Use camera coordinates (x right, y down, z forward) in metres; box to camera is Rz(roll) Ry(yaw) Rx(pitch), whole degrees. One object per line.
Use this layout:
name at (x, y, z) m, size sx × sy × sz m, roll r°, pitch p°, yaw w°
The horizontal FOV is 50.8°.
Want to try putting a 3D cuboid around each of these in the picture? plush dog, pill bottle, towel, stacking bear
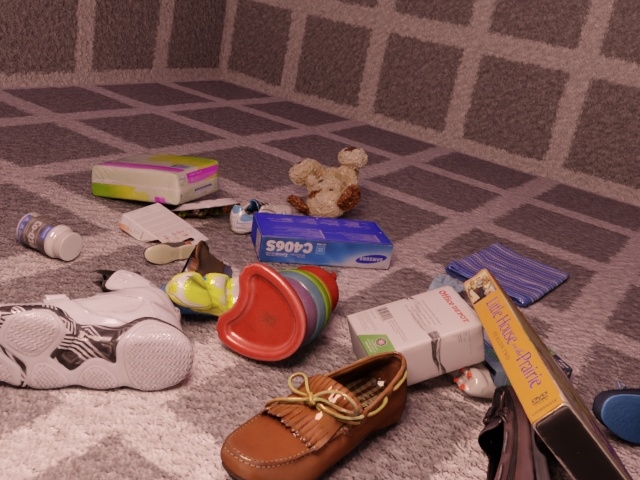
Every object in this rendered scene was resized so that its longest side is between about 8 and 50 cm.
plush dog at (0.030, -0.142, 2.061) m, size 0.262 × 0.211 × 0.225 m, roll -11°, pitch 28°, yaw 24°
pill bottle at (-0.602, -0.007, 1.501) m, size 0.137 × 0.078 × 0.078 m, roll 20°, pitch 23°, yaw 24°
towel at (0.518, 0.084, 1.856) m, size 0.243 × 0.040 × 0.336 m, roll 26°, pitch 26°, yaw 32°
stacking bear at (-0.050, 0.123, 1.342) m, size 0.164 × 0.175 × 0.289 m, roll 32°, pitch 18°, yaw 14°

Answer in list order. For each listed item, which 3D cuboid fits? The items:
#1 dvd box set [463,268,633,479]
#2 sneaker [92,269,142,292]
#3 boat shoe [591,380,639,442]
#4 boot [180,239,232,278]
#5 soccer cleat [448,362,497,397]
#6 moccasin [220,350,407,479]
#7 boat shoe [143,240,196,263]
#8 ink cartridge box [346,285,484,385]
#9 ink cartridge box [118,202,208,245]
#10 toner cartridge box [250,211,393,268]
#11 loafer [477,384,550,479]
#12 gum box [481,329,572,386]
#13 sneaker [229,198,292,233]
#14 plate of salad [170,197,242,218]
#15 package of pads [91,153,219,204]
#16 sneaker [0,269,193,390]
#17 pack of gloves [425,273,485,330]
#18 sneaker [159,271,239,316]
dvd box set at (0.376, 0.252, 1.089) m, size 0.308 × 0.062 × 0.420 m, roll 50°, pitch 13°, yaw -19°
sneaker at (-0.403, 0.099, 1.374) m, size 0.089 × 0.051 × 0.170 m, roll -2°, pitch 20°, yaw -30°
boat shoe at (0.592, 0.322, 1.244) m, size 0.258 × 0.109 × 0.089 m, roll 20°, pitch 10°, yaw -23°
boot at (-0.252, 0.070, 1.517) m, size 0.106 × 0.082 × 0.219 m, roll 30°, pitch 15°, yaw -10°
soccer cleat at (0.280, 0.245, 1.318) m, size 0.076 × 0.068 × 0.196 m, roll 24°, pitch 16°, yaw -19°
moccasin at (0.009, 0.260, 1.025) m, size 0.380 × 0.147 × 0.139 m, roll -10°, pitch 29°, yaw -42°
boat shoe at (-0.357, 0.024, 1.581) m, size 0.137 × 0.049 × 0.043 m, roll -8°, pitch 25°, yaw -44°
ink cartridge box at (0.179, 0.184, 1.278) m, size 0.219 × 0.093 × 0.160 m, roll -15°, pitch 27°, yaw -8°
ink cartridge box at (-0.397, -0.021, 1.712) m, size 0.179 × 0.045 × 0.145 m, roll 36°, pitch 27°, yaw 13°
toner cartridge box at (0.000, 0.000, 1.772) m, size 0.347 × 0.075 × 0.165 m, roll 4°, pitch 23°, yaw -15°
loafer at (0.292, 0.323, 1.069) m, size 0.095 × 0.109 × 0.302 m, roll 6°, pitch 23°, yaw 4°
gum box at (0.397, 0.242, 1.400) m, size 0.184 × 0.041 × 0.157 m, roll 1°, pitch 23°, yaw -20°
sneaker at (-0.157, -0.077, 1.878) m, size 0.085 × 0.086 × 0.237 m, roll 22°, pitch 23°, yaw 31°
plate of salad at (-0.311, -0.086, 1.854) m, size 0.199 × 0.048 × 0.200 m, roll -6°, pitch 7°, yaw 1°
package of pads at (-0.460, -0.180, 1.913) m, size 0.296 × 0.101 × 0.229 m, roll 8°, pitch 19°, yaw 22°
sneaker at (-0.403, 0.145, 1.148) m, size 0.365 × 0.137 × 0.210 m, roll 10°, pitch 20°, yaw -17°
pack of gloves at (0.335, 0.166, 1.586) m, size 0.195 × 0.046 × 0.232 m, roll 29°, pitch 28°, yaw 13°
sneaker at (-0.219, 0.114, 1.362) m, size 0.126 × 0.091 × 0.240 m, roll -10°, pitch -24°, yaw 42°
